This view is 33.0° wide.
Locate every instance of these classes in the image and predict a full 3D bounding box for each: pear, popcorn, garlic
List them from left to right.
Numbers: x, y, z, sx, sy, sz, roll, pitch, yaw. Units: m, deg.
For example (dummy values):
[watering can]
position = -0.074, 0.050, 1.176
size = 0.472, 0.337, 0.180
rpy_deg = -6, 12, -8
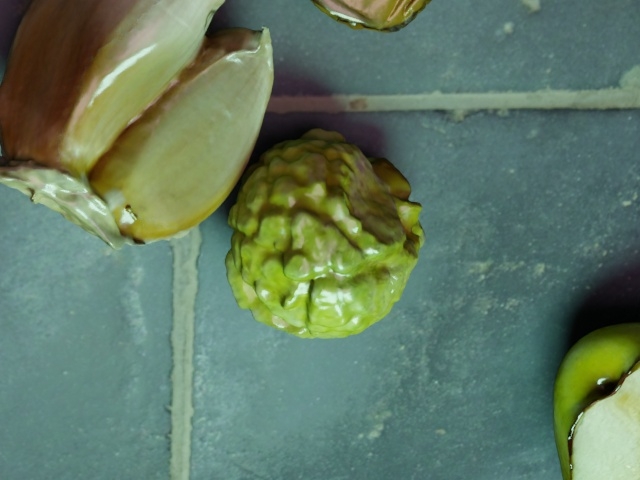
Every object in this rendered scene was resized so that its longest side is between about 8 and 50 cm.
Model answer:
[garlic]
position = -0.189, -0.152, 1.117
size = 0.286, 0.249, 0.313
rpy_deg = 33, 82, -12
[popcorn]
position = 0.000, 0.000, 1.257
size = 0.212, 0.259, 0.259
rpy_deg = -29, 124, 26
[pear]
position = 0.469, 0.241, 1.528
size = 0.340, 0.191, 0.386
rpy_deg = -43, 120, 10

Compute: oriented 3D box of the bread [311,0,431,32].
[bread]
position = 0.055, -0.329, 1.169
size = 0.199, 0.104, 0.199
rpy_deg = -6, 112, -14
